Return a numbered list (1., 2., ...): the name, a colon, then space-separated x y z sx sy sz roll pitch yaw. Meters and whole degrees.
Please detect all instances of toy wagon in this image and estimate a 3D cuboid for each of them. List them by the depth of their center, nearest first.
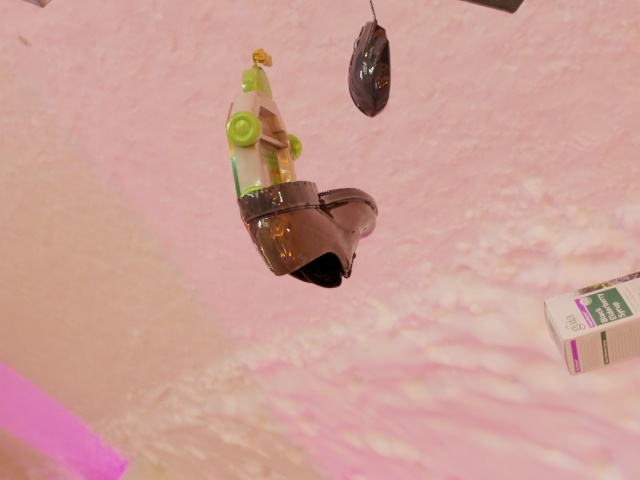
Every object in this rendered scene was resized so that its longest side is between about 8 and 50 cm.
1. toy wagon: -0.093 -0.154 1.175 0.068 0.267 0.344 -11 88 13

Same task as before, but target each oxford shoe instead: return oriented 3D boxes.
1. oxford shoe: 0.000 0.000 0.653 0.082 0.227 0.096 -19 85 27

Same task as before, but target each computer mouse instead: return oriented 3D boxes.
1. computer mouse: 0.050 -0.265 0.804 0.041 0.242 0.071 -2 174 -11

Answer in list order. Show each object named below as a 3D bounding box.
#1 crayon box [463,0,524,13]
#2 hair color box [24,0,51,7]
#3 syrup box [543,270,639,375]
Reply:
1. crayon box: 0.194 -0.369 0.532 0.083 0.203 0.323 10 156 -11
2. hair color box: -0.399 -0.507 0.837 0.113 0.185 0.374 26 154 25
3. syrup box: 0.489 0.122 1.082 0.236 0.093 0.096 -17 126 7
